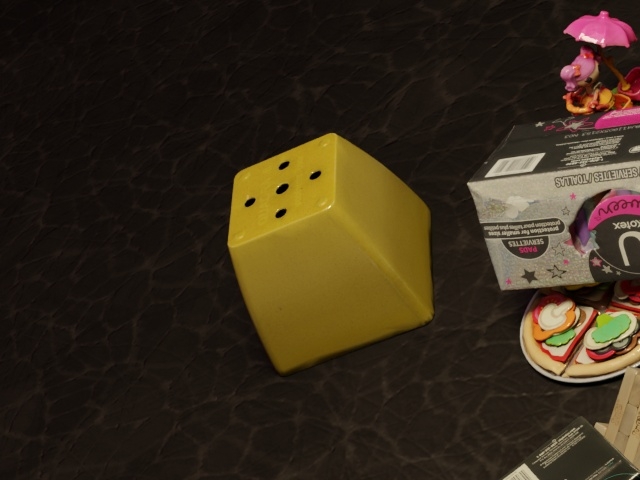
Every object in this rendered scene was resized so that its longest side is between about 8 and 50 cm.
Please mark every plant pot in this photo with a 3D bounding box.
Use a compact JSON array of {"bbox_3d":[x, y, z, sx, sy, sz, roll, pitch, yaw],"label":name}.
[{"bbox_3d":[0.000,0.000,2.039,0.212,0.187,0.212,-21,37,19],"label":"plant pot"}]

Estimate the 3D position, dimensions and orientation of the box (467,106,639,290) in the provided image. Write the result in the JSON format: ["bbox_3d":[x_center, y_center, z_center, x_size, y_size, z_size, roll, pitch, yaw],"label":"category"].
[{"bbox_3d":[0.311,-0.046,1.827,0.247,0.142,0.163,-7,24,31],"label":"box"}]

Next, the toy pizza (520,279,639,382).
[{"bbox_3d":[0.305,0.070,1.834,0.201,0.032,0.201,-23,37,18],"label":"toy pizza"}]

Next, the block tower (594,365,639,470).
[{"bbox_3d":[0.380,0.207,1.501,0.335,0.091,0.097,27,102,59],"label":"block tower"}]

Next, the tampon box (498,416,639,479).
[{"bbox_3d":[0.247,0.267,1.536,0.120,0.161,0.101,-37,34,-4],"label":"tampon box"}]

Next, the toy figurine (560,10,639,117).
[{"bbox_3d":[0.330,-0.189,2.006,0.173,0.159,0.130,-46,36,-13],"label":"toy figurine"}]
